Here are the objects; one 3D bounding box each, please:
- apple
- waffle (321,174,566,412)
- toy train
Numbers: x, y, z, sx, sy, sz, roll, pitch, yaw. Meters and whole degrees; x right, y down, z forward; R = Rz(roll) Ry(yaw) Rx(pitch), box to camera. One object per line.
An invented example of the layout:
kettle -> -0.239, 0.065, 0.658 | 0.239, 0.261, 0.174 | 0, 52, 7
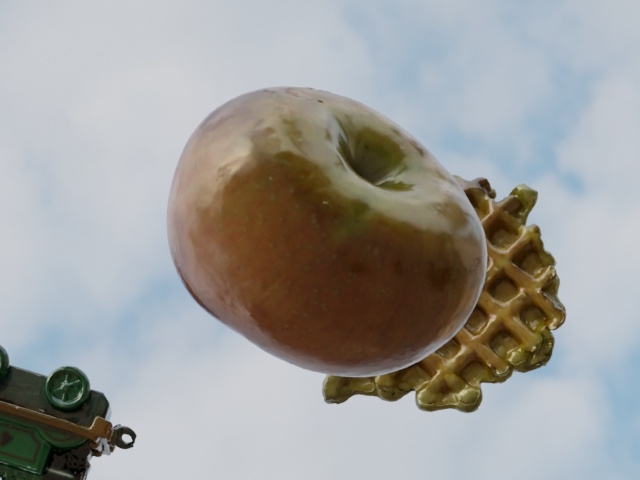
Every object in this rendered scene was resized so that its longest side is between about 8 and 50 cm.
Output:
apple -> 0.000, 0.000, 1.374 | 0.210, 0.235, 0.173 | -16, -35, -56
waffle -> 0.100, 0.044, 1.706 | 0.237, 0.243, 0.059 | -6, -25, 8
toy train -> -0.289, 0.176, 1.773 | 0.227, 0.136, 0.091 | 19, -18, 2
